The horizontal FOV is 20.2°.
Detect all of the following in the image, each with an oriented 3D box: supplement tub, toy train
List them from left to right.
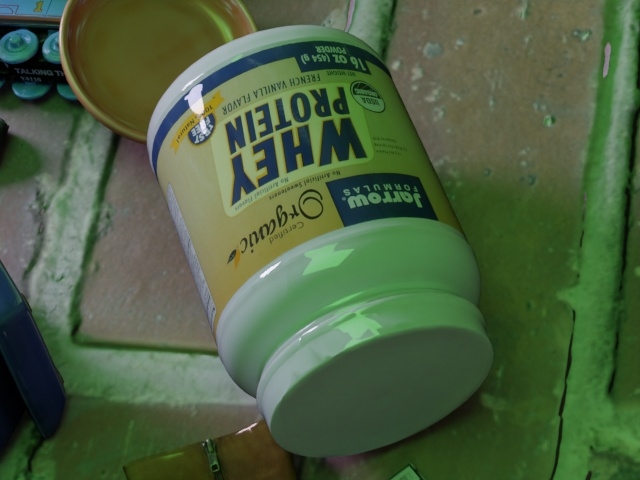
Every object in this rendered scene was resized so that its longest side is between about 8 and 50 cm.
[{"bbox_3d":[-0.283,-0.198,1.778,0.184,0.080,0.105,4,54,14],"label":"toy train"},{"bbox_3d":[0.000,0.000,1.516,0.228,0.228,0.316,-22,59,-1],"label":"supplement tub"}]

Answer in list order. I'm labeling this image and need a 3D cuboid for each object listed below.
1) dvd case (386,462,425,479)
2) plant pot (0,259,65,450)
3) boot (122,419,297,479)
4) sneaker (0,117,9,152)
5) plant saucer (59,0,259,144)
[{"bbox_3d":[0.077,0.252,1.480,0.087,0.013,0.119,-36,61,-10],"label":"dvd case"},{"bbox_3d":[-0.361,0.086,1.544,0.212,0.236,0.236,-29,58,-12],"label":"plant pot"},{"bbox_3d":[-0.115,0.292,1.450,0.264,0.096,0.280,-22,58,-1],"label":"boot"},{"bbox_3d":[-0.395,-0.101,1.742,0.178,0.077,0.072,-5,61,8],"label":"sneaker"},{"bbox_3d":[-0.154,-0.178,1.719,0.199,0.037,0.200,7,67,-17],"label":"plant saucer"}]
